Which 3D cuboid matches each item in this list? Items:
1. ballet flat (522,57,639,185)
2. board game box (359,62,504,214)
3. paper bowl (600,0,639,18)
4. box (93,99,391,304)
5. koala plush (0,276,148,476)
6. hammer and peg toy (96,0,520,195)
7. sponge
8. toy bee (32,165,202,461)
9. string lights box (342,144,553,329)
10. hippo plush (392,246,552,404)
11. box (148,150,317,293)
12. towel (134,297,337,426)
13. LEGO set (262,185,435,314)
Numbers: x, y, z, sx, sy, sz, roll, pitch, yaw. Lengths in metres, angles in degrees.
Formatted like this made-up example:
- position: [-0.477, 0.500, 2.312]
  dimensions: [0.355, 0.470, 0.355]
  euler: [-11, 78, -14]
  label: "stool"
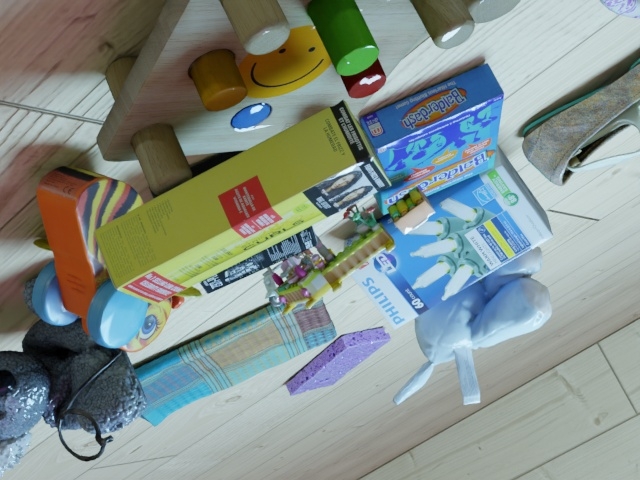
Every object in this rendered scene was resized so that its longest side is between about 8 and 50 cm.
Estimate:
- position: [0.418, -0.172, 1.352]
  dimensions: [0.316, 0.106, 0.107]
  euler: [-34, 158, 21]
  label: "ballet flat"
- position: [0.134, -0.115, 1.246]
  dimensions: [0.160, 0.047, 0.210]
  euler: [-24, 161, -2]
  label: "board game box"
- position: [0.312, -0.317, 0.810]
  dimensions: [0.284, 0.148, 0.284]
  euler: [-23, 160, -9]
  label: "paper bowl"
- position: [-0.062, -0.027, 0.854]
  dimensions: [0.232, 0.058, 0.087]
  euler: [-26, 162, 7]
  label: "box"
- position: [-0.333, 0.167, 1.209]
  dimensions: [0.221, 0.196, 0.203]
  euler: [-25, 171, -11]
  label: "koala plush"
- position: [0.010, -0.154, 0.885]
  dimensions: [0.361, 0.127, 0.266]
  euler: [-9, 154, -37]
  label: "hammer and peg toy"
- position: [0.033, 0.236, 2.023]
  dimensions: [0.117, 0.031, 0.210]
  euler: [-7, 153, -42]
  label: "sponge"
- position: [-0.215, 0.049, 1.068]
  dimensions: [0.162, 0.195, 0.298]
  euler: [-35, 155, -50]
  label: "toy bee"
- position: [0.172, -0.002, 1.431]
  dimensions: [0.259, 0.133, 0.077]
  euler: [-33, -160, 19]
  label: "string lights box"
- position: [0.247, 0.095, 1.604]
  dimensions: [0.234, 0.294, 0.236]
  euler: [-3, 176, 18]
  label: "hippo plush"
- position: [-0.091, -0.027, 1.157]
  dimensions: [0.147, 0.077, 0.180]
  euler: [-25, 160, -2]
  label: "box"
- position: [-0.153, 0.197, 1.699]
  dimensions: [0.370, 0.040, 0.271]
  euler: [-25, 161, -2]
  label: "towel"
- position: [0.000, 0.000, 1.288]
  dimensions: [0.287, 0.107, 0.132]
  euler: [-32, -170, 44]
  label: "LEGO set"
